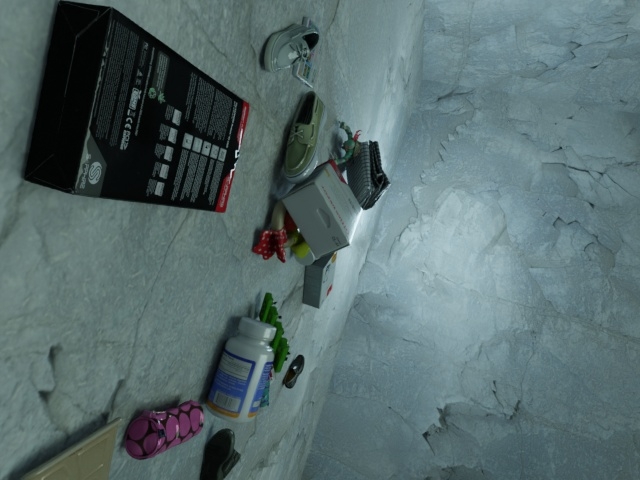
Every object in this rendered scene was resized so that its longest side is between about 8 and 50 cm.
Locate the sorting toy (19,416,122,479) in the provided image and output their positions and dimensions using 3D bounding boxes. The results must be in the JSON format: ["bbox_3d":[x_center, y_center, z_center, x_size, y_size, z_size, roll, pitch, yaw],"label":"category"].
[{"bbox_3d":[-0.448,0.436,0.715,0.193,0.038,0.208,-11,120,-73],"label":"sorting toy"}]

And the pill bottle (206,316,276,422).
[{"bbox_3d":[-0.224,0.373,1.205,0.152,0.152,0.272,41,66,-73],"label":"pill bottle"}]

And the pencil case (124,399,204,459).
[{"bbox_3d":[-0.350,0.429,0.949,0.209,0.095,0.098,50,36,-74],"label":"pencil case"}]

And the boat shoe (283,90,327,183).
[{"bbox_3d":[-0.058,-0.315,1.239,0.094,0.109,0.303,49,48,-54],"label":"boat shoe"}]

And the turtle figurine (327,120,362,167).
[{"bbox_3d":[0.109,-0.386,1.697,0.234,0.118,0.175,21,89,-82],"label":"turtle figurine"}]

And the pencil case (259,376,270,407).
[{"bbox_3d":[-0.224,0.567,1.552,0.070,0.064,0.152,-80,176,-59],"label":"pencil case"}]

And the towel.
[{"bbox_3d":[0.207,-0.288,1.840,0.284,0.121,0.235,122,-35,-70],"label":"towel"}]

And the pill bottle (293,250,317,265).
[{"bbox_3d":[-0.029,0.012,1.599,0.187,0.111,0.112,-55,155,-51],"label":"pill bottle"}]

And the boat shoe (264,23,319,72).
[{"bbox_3d":[-0.065,-0.489,1.035,0.079,0.081,0.228,89,22,-45],"label":"boat shoe"}]

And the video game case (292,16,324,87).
[{"bbox_3d":[-0.034,-0.548,1.205,0.143,0.019,0.157,-18,124,-71],"label":"video game case"}]

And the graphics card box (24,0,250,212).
[{"bbox_3d":[-0.256,-0.173,0.665,0.371,0.094,0.233,-5,110,-75],"label":"graphics card box"}]

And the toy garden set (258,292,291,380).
[{"bbox_3d":[-0.152,0.325,1.324,0.244,0.049,0.204,-119,-139,-49],"label":"toy garden set"}]

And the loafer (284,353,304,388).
[{"bbox_3d":[-0.124,0.625,1.969,0.061,0.062,0.170,74,34,-54],"label":"loafer"}]

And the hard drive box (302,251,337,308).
[{"bbox_3d":[-0.002,0.163,1.883,0.181,0.089,0.232,-52,153,-52],"label":"hard drive box"}]

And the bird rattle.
[{"bbox_3d":[-0.120,-0.037,1.305,0.253,0.143,0.207,4,90,-61],"label":"bird rattle"}]

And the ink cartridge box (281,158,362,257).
[{"bbox_3d":[0.017,-0.115,1.342,0.226,0.131,0.306,59,24,-14],"label":"ink cartridge box"}]

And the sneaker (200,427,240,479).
[{"bbox_3d":[-0.313,0.683,1.329,0.130,0.087,0.228,-36,142,-69],"label":"sneaker"}]
